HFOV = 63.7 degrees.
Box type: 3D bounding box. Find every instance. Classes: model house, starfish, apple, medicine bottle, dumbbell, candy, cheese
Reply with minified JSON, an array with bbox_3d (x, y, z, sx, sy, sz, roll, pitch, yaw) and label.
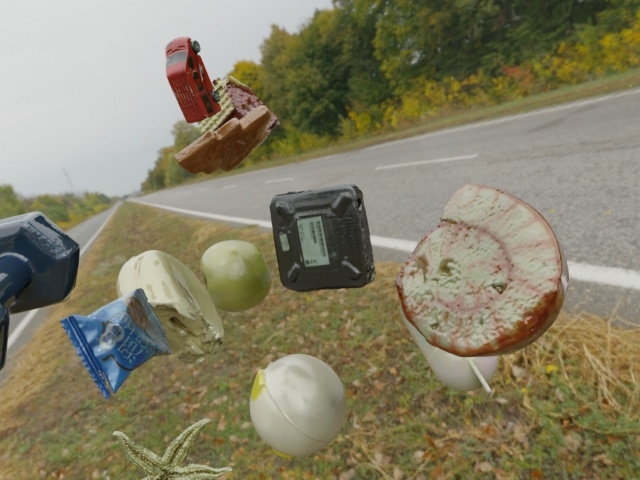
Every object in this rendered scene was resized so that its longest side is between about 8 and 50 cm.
[{"bbox_3d":[-0.298,-0.415,1.745,0.196,0.254,0.160,-31,17,39],"label":"model house"},{"bbox_3d":[-0.437,0.692,1.492,0.357,0.348,0.078,5,-17,-4],"label":"starfish"},{"bbox_3d":[-0.328,0.135,2.003,0.253,0.292,0.292,-21,11,-16],"label":"apple"},{"bbox_3d":[0.475,0.369,1.810,0.235,0.406,0.236,-22,-30,-14],"label":"medicine bottle"},{"bbox_3d":[-0.443,0.071,0.684,0.144,0.160,0.325,-44,17,8],"label":"dumbbell"},{"bbox_3d":[-0.208,0.103,0.548,0.038,0.088,0.136,-33,-1,15],"label":"candy"},{"bbox_3d":[-0.313,0.142,1.094,0.127,0.266,0.233,-38,46,-2],"label":"cheese"}]

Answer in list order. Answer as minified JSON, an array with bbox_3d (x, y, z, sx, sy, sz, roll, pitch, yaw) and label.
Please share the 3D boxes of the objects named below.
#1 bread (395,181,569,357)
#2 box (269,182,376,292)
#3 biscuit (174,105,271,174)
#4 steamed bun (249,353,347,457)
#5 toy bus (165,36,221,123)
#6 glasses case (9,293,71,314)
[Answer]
[{"bbox_3d":[0.317,0.073,1.013,0.328,0.295,0.114,-54,-34,11],"label":"bread"},{"bbox_3d":[0.000,0.000,1.739,0.349,0.360,0.091,-7,6,26],"label":"box"},{"bbox_3d":[-0.267,-0.254,1.427,0.306,0.043,0.284,-29,-9,-41],"label":"biscuit"},{"bbox_3d":[-0.072,0.548,1.732,0.333,0.334,0.374,-19,-12,14],"label":"steamed bun"},{"bbox_3d":[-0.320,-0.389,1.252,0.081,0.195,0.089,-8,27,25],"label":"toy bus"},{"bbox_3d":[-0.771,0.144,1.385,0.050,0.083,0.196,-9,1,32],"label":"glasses case"}]
